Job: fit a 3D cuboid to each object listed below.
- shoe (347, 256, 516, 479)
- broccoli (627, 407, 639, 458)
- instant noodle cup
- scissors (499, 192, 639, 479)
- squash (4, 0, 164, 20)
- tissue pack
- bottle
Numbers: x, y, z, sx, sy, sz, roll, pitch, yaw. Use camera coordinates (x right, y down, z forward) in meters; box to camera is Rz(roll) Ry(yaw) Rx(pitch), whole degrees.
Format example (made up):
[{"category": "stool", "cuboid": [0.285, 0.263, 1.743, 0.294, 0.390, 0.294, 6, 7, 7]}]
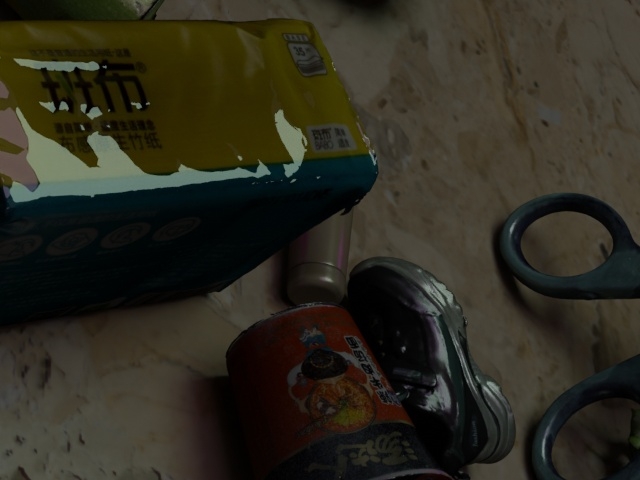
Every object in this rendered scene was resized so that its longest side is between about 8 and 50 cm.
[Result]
[{"category": "shoe", "cuboid": [0.058, 0.095, 1.133, 0.099, 0.071, 0.169, -30, 88, -44]}, {"category": "broccoli", "cuboid": [0.411, 0.177, 1.261, 0.249, 0.302, 0.375, 45, 26, -44]}, {"category": "instant noodle cup", "cuboid": [0.003, 0.117, 1.039, 0.127, 0.127, 0.135, 3, 54, -40]}, {"category": "scissors", "cuboid": [0.323, 0.036, 1.210, 0.029, 0.383, 0.256, 51, 27, -54]}, {"category": "squash", "cuboid": [-0.191, -0.198, 1.099, 0.188, 0.095, 0.095, 41, 44, -7]}, {"category": "tissue pack", "cuboid": [-0.133, -0.042, 0.969, 0.271, 0.192, 0.134, -7, 70, -44]}, {"category": "bottle", "cuboid": [0.000, 0.000, 1.160, 0.045, 0.045, 0.096, 25, 50, -27]}]
